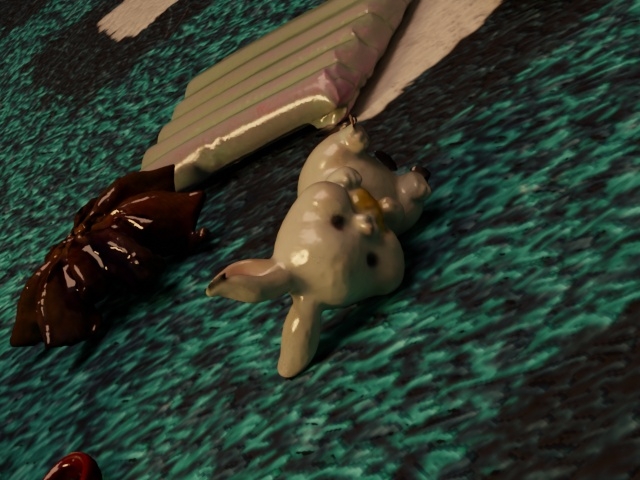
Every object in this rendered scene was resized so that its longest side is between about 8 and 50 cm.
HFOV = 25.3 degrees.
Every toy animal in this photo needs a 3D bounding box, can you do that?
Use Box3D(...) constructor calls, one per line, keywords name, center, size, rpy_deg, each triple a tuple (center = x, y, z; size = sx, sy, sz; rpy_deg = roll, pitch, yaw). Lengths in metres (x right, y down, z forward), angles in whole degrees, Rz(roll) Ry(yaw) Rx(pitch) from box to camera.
Box3D(name="toy animal", center=(0.005, -0.003, 0.723), size=(0.085, 0.071, 0.124), rpy_deg=(-25, 26, 28))

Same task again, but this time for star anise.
Box3D(name="star anise", center=(-0.145, 0.011, 0.939), size=(0.168, 0.057, 0.168), rpy_deg=(-30, 24, 15))

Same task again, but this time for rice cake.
Box3D(name="rice cake", center=(-0.036, -0.109, 1.030), size=(0.198, 0.037, 0.189), rpy_deg=(-21, 27, 34))

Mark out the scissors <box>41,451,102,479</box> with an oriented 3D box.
Box3D(name="scissors", center=(-0.204, 0.210, 0.706), size=(0.144, 0.017, 0.248), rpy_deg=(-19, 31, 38))
